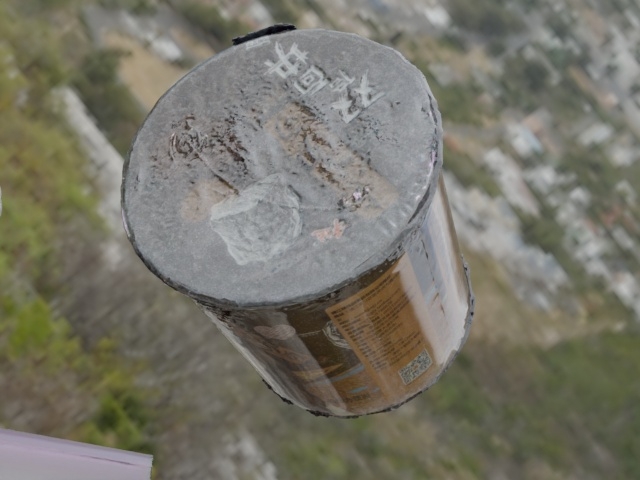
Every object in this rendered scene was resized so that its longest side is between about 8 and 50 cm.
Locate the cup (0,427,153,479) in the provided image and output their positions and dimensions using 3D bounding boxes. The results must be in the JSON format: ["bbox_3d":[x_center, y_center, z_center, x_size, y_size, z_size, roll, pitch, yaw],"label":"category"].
[{"bbox_3d":[-0.269,0.207,1.183,0.288,0.203,0.203,5,28,-5],"label":"cup"}]

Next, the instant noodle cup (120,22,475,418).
[{"bbox_3d":[0.000,0.000,1.125,0.217,0.217,0.207,65,2,37],"label":"instant noodle cup"}]

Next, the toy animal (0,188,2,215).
[{"bbox_3d":[-0.302,0.028,1.064,0.156,0.204,0.208,18,3,14],"label":"toy animal"}]
